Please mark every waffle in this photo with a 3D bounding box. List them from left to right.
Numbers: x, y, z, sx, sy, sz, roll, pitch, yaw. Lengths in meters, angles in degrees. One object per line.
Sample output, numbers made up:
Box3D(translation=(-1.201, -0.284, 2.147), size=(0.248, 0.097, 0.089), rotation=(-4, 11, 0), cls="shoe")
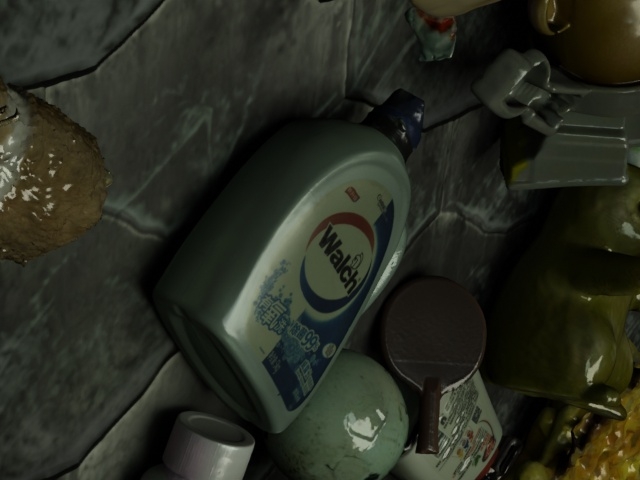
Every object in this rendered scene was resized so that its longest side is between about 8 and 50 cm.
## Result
Box3D(translation=(0.308, 0.300, 1.982), size=(0.380, 0.095, 0.382), rotation=(-58, 149, -8), cls="waffle")

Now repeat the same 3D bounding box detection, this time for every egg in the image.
Box3D(translation=(0.017, 0.165, 1.448), size=(0.131, 0.131, 0.164), rotation=(-56, 148, -12), cls="egg")

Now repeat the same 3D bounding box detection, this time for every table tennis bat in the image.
Box3D(translation=(0.119, 0.110, 1.509), size=(0.107, 0.119, 0.170), rotation=(6, 80, -15), cls="table tennis bat")

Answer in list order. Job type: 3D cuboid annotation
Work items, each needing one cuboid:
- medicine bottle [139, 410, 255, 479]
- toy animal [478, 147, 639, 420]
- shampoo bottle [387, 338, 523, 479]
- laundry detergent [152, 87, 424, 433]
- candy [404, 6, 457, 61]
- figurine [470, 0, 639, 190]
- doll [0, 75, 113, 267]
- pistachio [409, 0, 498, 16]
Box3D(translation=(-0.127, 0.271, 1.354), size=(0.095, 0.095, 0.260), rotation=(1, 111, -55), cls="medicine bottle")
Box3D(translation=(0.304, 0.011, 1.694), size=(0.363, 0.180, 0.181), rotation=(-64, 154, 2), cls="toy animal")
Box3D(translation=(0.137, 0.197, 1.694), size=(0.153, 0.071, 0.284), rotation=(-61, 150, -12), cls="shampoo bottle")
Box3D(translation=(0.000, 0.000, 1.338), size=(0.280, 0.105, 0.215), rotation=(-52, 144, -21), cls="laundry detergent")
Box3D(translation=(0.141, -0.282, 1.362), size=(0.059, 0.086, 0.292), rotation=(23, 93, -46), cls="candy")
Box3D(translation=(0.258, -0.199, 1.505), size=(0.285, 0.167, 0.342), rotation=(87, 22, -49), cls="figurine")
Box3D(translation=(-0.198, -0.041, 1.041), size=(0.105, 0.115, 0.221), rotation=(-69, 155, -11), cls="doll")
Box3D(translation=(0.105, -0.350, 1.117), size=(0.365, 0.281, 0.445), rotation=(-63, 162, -17), cls="pistachio")
